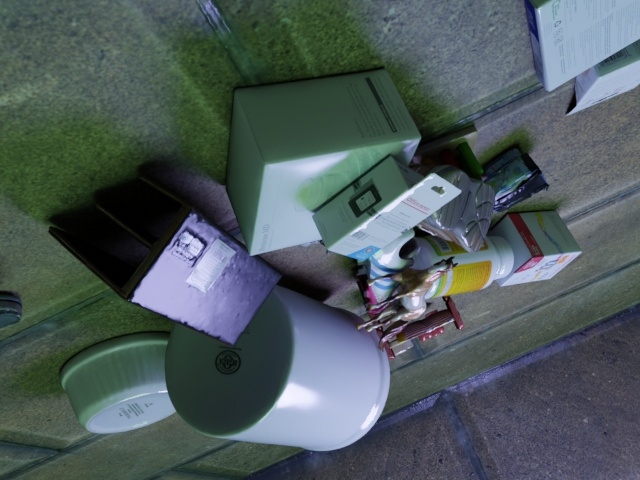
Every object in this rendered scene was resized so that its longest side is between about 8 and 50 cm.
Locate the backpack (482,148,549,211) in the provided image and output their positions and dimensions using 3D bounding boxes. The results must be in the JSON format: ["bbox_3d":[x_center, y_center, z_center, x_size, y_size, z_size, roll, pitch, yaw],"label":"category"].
[{"bbox_3d":[0.365,-0.114,1.299,0.114,0.084,0.105,-36,150,15],"label":"backpack"}]

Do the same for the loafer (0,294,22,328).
[{"bbox_3d":[-0.604,0.152,1.046,0.267,0.084,0.096,-9,151,-25],"label":"loafer"}]

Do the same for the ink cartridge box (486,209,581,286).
[{"bbox_3d":[0.495,0.017,1.593,0.176,0.127,0.128,-6,149,-32],"label":"ink cartridge box"}]

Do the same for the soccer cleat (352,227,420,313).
[{"bbox_3d":[0.144,0.059,1.411,0.143,0.116,0.331,-18,153,-2],"label":"soccer cleat"}]

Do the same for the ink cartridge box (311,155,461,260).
[{"bbox_3d":[0.092,-0.050,0.930,0.180,0.060,0.104,-36,151,22],"label":"ink cartridge box"}]

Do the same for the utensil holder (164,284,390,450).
[{"bbox_3d":[-0.083,0.265,1.394,0.327,0.328,0.385,-32,151,18],"label":"utensil holder"}]

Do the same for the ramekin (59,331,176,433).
[{"bbox_3d":[-0.409,0.315,1.451,0.273,0.127,0.273,-18,153,-10],"label":"ramekin"}]

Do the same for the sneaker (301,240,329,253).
[{"bbox_3d":[0.000,0.000,1.247,0.038,0.069,0.098,2,144,-39],"label":"sneaker"}]

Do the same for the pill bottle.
[{"bbox_3d":[0.305,0.050,1.497,0.245,0.136,0.136,-6,149,-29],"label":"pill bottle"}]

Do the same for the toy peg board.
[{"bbox_3d":[0.215,-0.105,1.209,0.160,0.079,0.161,-22,153,-2],"label":"toy peg board"}]

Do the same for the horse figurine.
[{"bbox_3d":[0.166,0.124,1.373,0.174,0.066,0.263,-18,144,-18],"label":"horse figurine"}]

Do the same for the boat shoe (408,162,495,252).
[{"bbox_3d":[0.207,-0.063,1.128,0.324,0.116,0.123,28,82,-59],"label":"boat shoe"}]

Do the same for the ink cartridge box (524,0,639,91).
[{"bbox_3d":[0.409,-0.339,0.962,0.224,0.045,0.223,-29,153,10],"label":"ink cartridge box"}]

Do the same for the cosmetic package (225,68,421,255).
[{"bbox_3d":[-0.008,-0.108,0.968,0.224,0.138,0.224,-12,151,-18],"label":"cosmetic package"}]

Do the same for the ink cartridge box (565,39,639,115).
[{"bbox_3d":[0.507,-0.288,1.159,0.145,0.045,0.179,-23,172,-1],"label":"ink cartridge box"}]

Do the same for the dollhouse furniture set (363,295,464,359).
[{"bbox_3d":[0.238,0.198,1.756,0.201,0.152,0.374,-24,171,2],"label":"dollhouse furniture set"}]

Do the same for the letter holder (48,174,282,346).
[{"bbox_3d":[-0.234,0.019,1.048,0.152,0.214,0.302,-56,151,-5],"label":"letter holder"}]
